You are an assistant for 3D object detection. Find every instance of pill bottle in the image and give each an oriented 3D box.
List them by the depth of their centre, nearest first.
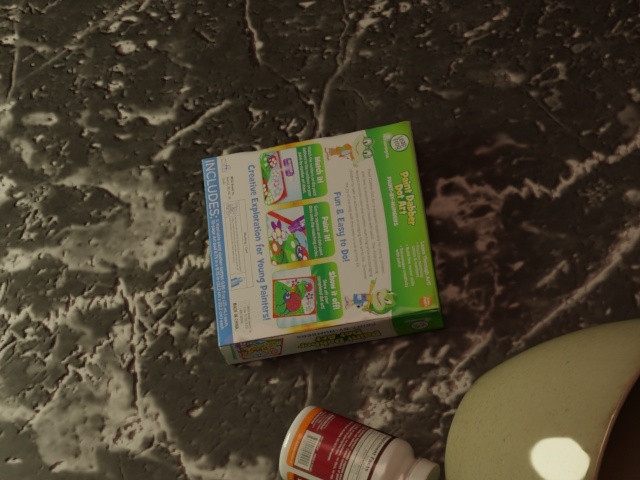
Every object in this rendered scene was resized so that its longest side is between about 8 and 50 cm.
[{"bbox_3d":[0.041,0.233,1.760,0.152,0.086,0.086,20,66,20],"label":"pill bottle"}]

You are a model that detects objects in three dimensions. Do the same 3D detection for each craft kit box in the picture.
[{"bbox_3d":[0.000,0.000,1.919,0.246,0.061,0.250,-11,60,8],"label":"craft kit box"}]

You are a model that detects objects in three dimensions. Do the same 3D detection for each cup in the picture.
[{"bbox_3d":[0.260,0.218,1.624,0.237,0.331,0.331,10,60,46],"label":"cup"}]
